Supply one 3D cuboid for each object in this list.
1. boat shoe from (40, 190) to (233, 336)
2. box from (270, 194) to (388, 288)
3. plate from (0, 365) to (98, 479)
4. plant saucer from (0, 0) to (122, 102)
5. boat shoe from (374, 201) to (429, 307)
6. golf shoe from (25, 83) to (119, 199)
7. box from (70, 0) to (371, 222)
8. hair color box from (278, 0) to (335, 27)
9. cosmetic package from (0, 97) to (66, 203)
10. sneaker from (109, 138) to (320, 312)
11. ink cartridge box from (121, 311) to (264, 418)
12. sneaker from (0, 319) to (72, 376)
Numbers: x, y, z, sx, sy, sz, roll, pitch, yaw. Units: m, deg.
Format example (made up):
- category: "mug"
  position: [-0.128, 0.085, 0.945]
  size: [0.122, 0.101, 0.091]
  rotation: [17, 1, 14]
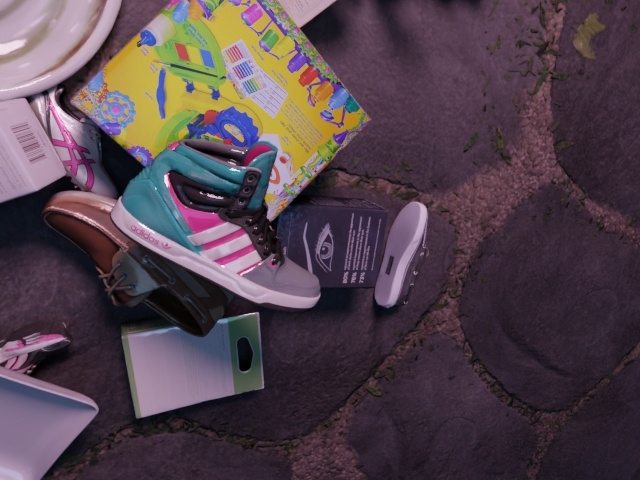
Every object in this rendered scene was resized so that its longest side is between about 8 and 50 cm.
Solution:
- category: "boat shoe"
  position: [-0.280, 0.045, 0.706]
  size: [0.324, 0.123, 0.116]
  rotation: [36, 49, -25]
- category: "box"
  position: [0.000, 0.000, 0.822]
  size: [0.207, 0.108, 0.153]
  rotation: [3, 105, -20]
- category: "plate"
  position: [-0.533, 0.275, 0.707]
  size: [0.277, 0.045, 0.278]
  rotation: [33, 114, -25]
- category: "plant saucer"
  position: [-0.434, -0.364, 0.507]
  size: [0.401, 0.101, 0.400]
  rotation: [-30, 137, -33]
- category: "boat shoe"
  position: [0.180, 0.035, 0.917]
  size: [0.076, 0.080, 0.228]
  rotation: [7, 104, -28]
- category: "golf shoe"
  position: [-0.357, -0.139, 0.671]
  size: [0.086, 0.067, 0.186]
  rotation: [-36, 115, -7]
- category: "box"
  position: [-0.139, -0.193, 0.674]
  size: [0.279, 0.177, 0.290]
  rotation: [-45, 116, -2]
- category: "hair color box"
  position: [-0.002, -0.402, 0.676]
  size: [0.167, 0.053, 0.093]
  rotation: [-20, 122, 35]
- category: "cosmetic package"
  position: [-0.483, -0.094, 0.597]
  size: [0.231, 0.085, 0.117]
  rotation: [-15, 113, 6]
- category: "sneaker"
  position: [-0.089, -0.035, 0.585]
  size: [0.296, 0.123, 0.178]
  rotation: [29, 105, -24]
- category: "ink cartridge box"
  position: [-0.230, 0.217, 0.834]
  size: [0.235, 0.056, 0.171]
  rotation: [-8, 109, -21]
- category: "sneaker"
  position: [-0.486, 0.191, 0.732]
  size: [0.178, 0.072, 0.077]
  rotation: [-18, 119, -3]
